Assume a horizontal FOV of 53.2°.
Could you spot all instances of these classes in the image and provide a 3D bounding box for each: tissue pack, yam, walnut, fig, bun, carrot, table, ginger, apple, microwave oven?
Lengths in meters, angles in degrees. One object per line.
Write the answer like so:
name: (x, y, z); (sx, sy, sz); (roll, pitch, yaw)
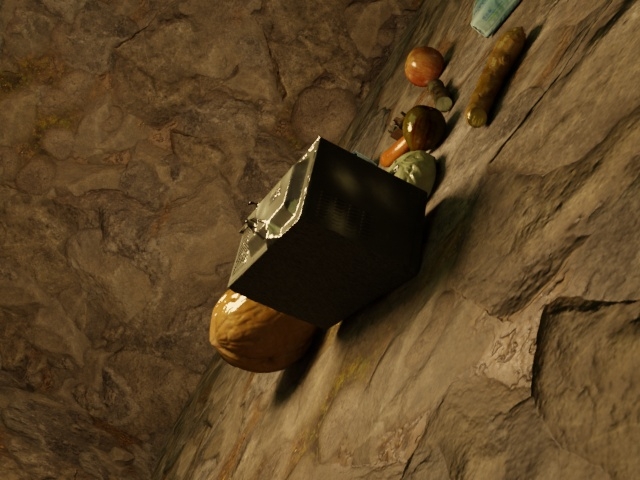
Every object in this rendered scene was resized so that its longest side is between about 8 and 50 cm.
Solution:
tissue pack: (0.551, -0.747, 1.870); (0.263, 0.089, 0.177); (-51, 15, 44)
yam: (0.373, -0.456, 1.998); (0.061, 0.061, 0.253); (-55, 11, 23)
walnut: (-0.172, 0.251, 1.911); (0.333, 0.332, 0.333); (-57, 10, 16)
fig: (0.279, -0.280, 1.853); (0.124, 0.124, 0.236); (-71, 0, -49)
bun: (0.221, -0.152, 1.712); (0.221, 0.108, 0.221); (-58, 10, 15)
carrot: (0.277, -0.316, 2.094); (0.066, 0.062, 0.271); (-11, -21, -36)
table: (0.281, -0.376, 2.155); (0.070, 0.082, 0.083); (-62, 10, -17)
ginger: (0.420, -0.394, 1.556); (0.299, 0.065, 0.118); (-61, -4, -17)
apple: (0.371, -0.629, 2.309); (0.146, 0.130, 0.146); (-61, 11, 21)
microwave oven: (0.000, 0.000, 1.580); (0.432, 0.374, 0.237); (-42, 29, 52)

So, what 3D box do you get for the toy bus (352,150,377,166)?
toy bus: (0.107, -0.212, 2.465); (0.246, 0.113, 0.134); (-59, 5, -4)
